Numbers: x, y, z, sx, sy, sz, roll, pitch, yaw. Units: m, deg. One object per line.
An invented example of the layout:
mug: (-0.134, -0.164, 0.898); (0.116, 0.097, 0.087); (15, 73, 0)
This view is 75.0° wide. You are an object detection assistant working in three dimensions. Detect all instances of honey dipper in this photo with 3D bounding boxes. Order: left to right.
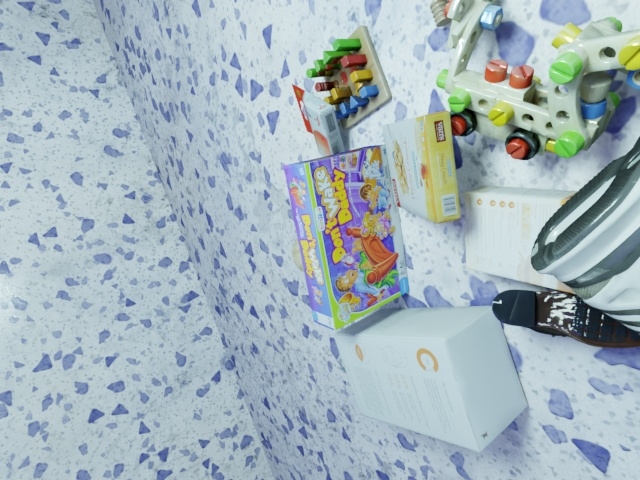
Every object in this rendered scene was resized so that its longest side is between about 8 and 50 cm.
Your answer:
honey dipper: (0.184, -0.442, 0.702); (0.030, 0.030, 0.161); (-21, 87, 56)

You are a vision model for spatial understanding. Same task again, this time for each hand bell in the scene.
hand bell: (0.000, 0.000, 1.032); (0.126, 0.126, 0.242); (62, 166, 11)

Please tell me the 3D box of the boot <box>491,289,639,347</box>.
boot: (0.396, 0.120, 0.672); (0.219, 0.106, 0.082); (10, 85, 25)

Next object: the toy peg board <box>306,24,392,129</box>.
toy peg board: (0.049, -0.341, 0.898); (0.161, 0.079, 0.161); (-20, 90, 57)

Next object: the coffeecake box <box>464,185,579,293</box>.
coffeecake box: (0.335, -0.010, 0.679); (0.185, 0.068, 0.142); (15, 118, 51)

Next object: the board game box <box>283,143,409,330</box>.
board game box: (0.067, -0.014, 0.904); (0.078, 0.233, 0.347); (9, 115, 52)

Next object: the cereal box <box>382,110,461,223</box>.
cereal box: (0.175, -0.135, 0.759); (0.240, 0.047, 0.173); (-123, 21, -77)

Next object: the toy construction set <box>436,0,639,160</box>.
toy construction set: (0.274, -0.233, 0.574); (0.328, 0.151, 0.215); (52, 167, 37)

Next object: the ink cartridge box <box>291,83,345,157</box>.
ink cartridge box: (-0.018, -0.280, 0.997); (0.179, 0.045, 0.145); (41, 161, 40)

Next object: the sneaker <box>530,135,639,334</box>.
sneaker: (0.479, -0.053, 0.428); (0.257, 0.169, 0.447); (37, 129, 5)

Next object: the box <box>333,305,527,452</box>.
box: (0.216, 0.272, 0.902); (0.345, 0.168, 0.215); (-16, 94, 57)
